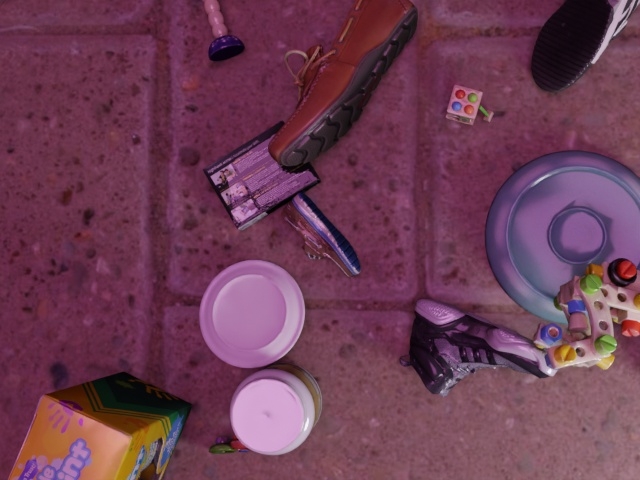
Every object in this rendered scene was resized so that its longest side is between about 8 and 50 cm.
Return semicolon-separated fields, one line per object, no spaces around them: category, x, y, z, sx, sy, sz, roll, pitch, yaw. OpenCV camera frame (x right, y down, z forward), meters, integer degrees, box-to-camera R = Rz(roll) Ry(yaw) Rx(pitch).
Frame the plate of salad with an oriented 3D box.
plate of salad;-0.124;0.135;1.550;0.200;0.048;0.199;-3;77;11

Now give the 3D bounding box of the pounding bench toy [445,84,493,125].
pounding bench toy;0.275;-0.242;1.529;0.083;0.065;0.052;16;88;6

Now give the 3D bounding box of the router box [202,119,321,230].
router box;-0.108;-0.120;1.569;0.179;0.046;0.133;-31;84;3

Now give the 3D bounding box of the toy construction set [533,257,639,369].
toy construction set;0.518;0.151;1.402;0.328;0.151;0.215;20;64;-19

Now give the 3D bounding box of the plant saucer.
plant saucer;0.456;-0.007;1.510;0.318;0.044;0.317;0;87;6

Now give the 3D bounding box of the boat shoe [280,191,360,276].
boat shoe;0.000;0.000;1.548;0.066;0.066;0.183;-40;85;19

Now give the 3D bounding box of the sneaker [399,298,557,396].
sneaker;0.269;0.213;1.474;0.269;0.101;0.153;23;95;25

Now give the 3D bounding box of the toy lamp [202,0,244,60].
toy lamp;-0.215;-0.480;1.587;0.080;0.080;0.274;-20;87;4

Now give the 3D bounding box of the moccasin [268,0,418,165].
moccasin;0.021;-0.300;1.517;0.147;0.139;0.380;32;86;15

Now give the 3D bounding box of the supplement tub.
supplement tub;-0.077;0.290;1.463;0.145;0.200;0.144;0;86;5

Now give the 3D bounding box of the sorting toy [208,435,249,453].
sorting toy;-0.156;0.362;1.539;0.102;0.061;0.042;-17;65;32

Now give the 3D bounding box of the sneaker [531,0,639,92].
sneaker;0.502;-0.406;1.495;0.122;0.146;0.330;43;117;33

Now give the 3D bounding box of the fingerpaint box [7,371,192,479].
fingerpaint box;-0.404;0.467;1.400;0.163;0.371;0.444;23;88;7
